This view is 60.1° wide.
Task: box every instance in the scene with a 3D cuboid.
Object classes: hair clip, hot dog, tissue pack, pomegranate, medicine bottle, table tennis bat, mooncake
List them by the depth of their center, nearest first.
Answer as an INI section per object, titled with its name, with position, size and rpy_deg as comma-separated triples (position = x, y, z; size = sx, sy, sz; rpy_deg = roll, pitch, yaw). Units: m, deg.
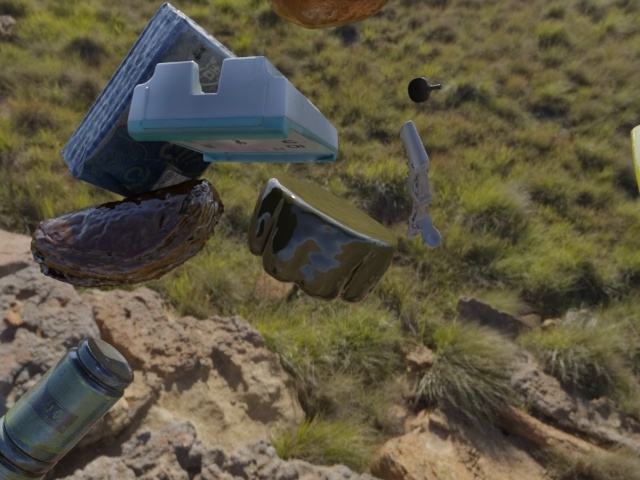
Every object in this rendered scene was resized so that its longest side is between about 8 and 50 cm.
[pomegranate]
position = 0.009, -0.398, 0.780
size = 0.215, 0.215, 0.215
rpy_deg = 1, 42, -1
[hair clip]
position = 0.164, -0.084, 0.905
size = 0.034, 0.226, 0.072
rpy_deg = -25, 38, -20
[table tennis bat]
position = 0.208, -0.302, 1.106
size = 0.007, 0.050, 0.083
rpy_deg = -20, 17, -38
[hot dog]
position = -0.383, -0.003, 1.130
size = 0.387, 0.174, 0.267
rpy_deg = -15, 5, -2
[medicine bottle]
position = -0.559, 0.366, 1.171
size = 0.322, 0.151, 0.151
rpy_deg = -46, 55, -4
[tissue pack]
position = -0.329, -0.266, 1.211
size = 0.394, 0.288, 0.124
rpy_deg = -50, 58, 11
[mooncake]
position = 0.000, 0.000, 1.412
size = 0.378, 0.201, 0.378
rpy_deg = 27, 15, -8

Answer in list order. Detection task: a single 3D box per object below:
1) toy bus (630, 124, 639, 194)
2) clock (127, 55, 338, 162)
[toy bus]
position = 0.579, -0.100, 0.550
size = 0.440, 0.249, 0.209
rpy_deg = -27, 23, 40
[clock]
position = -0.126, -0.195, 0.874
size = 0.262, 0.116, 0.231
rpy_deg = 4, -1, 21
